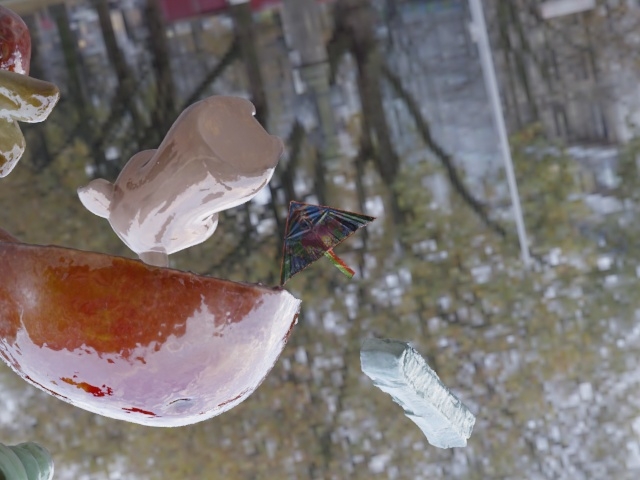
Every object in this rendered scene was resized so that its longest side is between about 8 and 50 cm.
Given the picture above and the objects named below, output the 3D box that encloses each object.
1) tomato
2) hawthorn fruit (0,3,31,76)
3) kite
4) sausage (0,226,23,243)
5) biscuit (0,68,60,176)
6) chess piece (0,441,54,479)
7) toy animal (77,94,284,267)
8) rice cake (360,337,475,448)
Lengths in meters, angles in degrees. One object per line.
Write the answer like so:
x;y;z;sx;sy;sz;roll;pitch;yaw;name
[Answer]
-0.182;0.098;1.389;0.338;0.143;0.338;10;170;2;tomato
-0.520;-0.293;2.244;0.179;0.179;0.200;-26;156;-53;hawthorn fruit
0.000;0.000;2.340;0.190;0.159;0.010;-34;-170;3;kite
-0.505;-0.015;2.215;0.158;0.036;0.042;29;-168;14;sausage
-0.457;-0.207;1.965;0.164;0.208;0.047;-49;178;30;biscuit
-0.401;0.306;1.884;0.139;0.139;0.272;-10;178;11;chess piece
-0.209;-0.095;2.276;0.256;0.195;0.213;-44;178;25;toy animal
0.136;0.209;2.029;0.066;0.063;0.336;5;156;26;rice cake
